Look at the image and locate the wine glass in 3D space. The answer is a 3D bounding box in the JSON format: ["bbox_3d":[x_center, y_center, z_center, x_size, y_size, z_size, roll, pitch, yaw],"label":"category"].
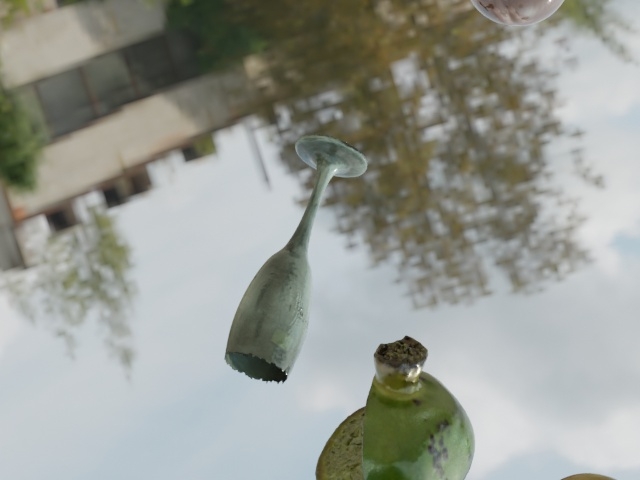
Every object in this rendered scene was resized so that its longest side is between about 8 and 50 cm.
[{"bbox_3d":[0.000,0.000,2.025,0.264,0.096,0.309,-34,-147,62],"label":"wine glass"}]

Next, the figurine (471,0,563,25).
[{"bbox_3d":[0.258,-0.464,1.948,0.277,0.388,0.248,-17,151,2],"label":"figurine"}]

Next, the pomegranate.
[{"bbox_3d":[0.077,0.171,1.475,0.122,0.169,0.143,29,-152,4],"label":"pomegranate"}]

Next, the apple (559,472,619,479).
[{"bbox_3d":[0.384,0.405,2.386,0.147,0.146,0.163,14,165,14],"label":"apple"}]
